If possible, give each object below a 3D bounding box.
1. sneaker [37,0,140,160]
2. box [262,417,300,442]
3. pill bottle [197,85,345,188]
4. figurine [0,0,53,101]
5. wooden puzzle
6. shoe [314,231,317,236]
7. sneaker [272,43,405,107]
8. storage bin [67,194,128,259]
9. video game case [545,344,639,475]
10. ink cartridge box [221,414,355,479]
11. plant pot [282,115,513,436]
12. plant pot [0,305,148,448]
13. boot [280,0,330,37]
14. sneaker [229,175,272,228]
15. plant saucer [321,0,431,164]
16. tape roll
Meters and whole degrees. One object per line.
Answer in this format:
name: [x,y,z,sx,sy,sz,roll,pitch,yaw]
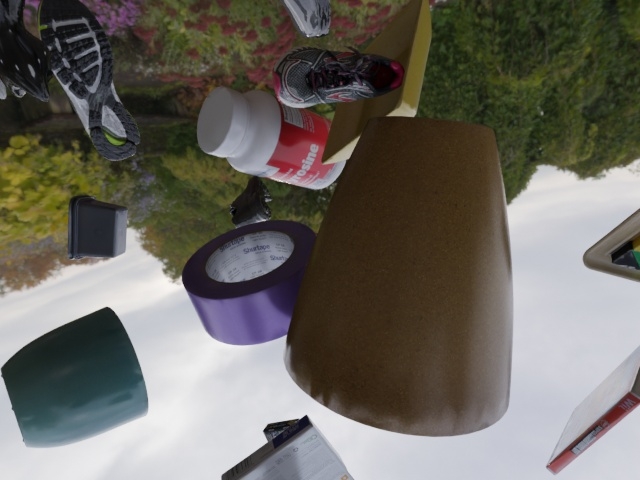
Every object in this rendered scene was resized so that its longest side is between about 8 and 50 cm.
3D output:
sneaker: [-0.451,-0.305,0.766,0.111,0.300,0.121,-30,-130,-31]
box: [-0.124,0.872,1.696,0.175,0.220,0.051,-22,-175,26]
pill bottle: [-0.131,-0.291,1.164,0.229,0.229,0.408,0,176,45]
figurine: [-0.417,-0.277,0.483,0.215,0.209,0.092,14,-144,34]
wooden puzzle: [0.598,0.009,0.644,0.221,0.238,0.044,16,-124,7]
shoe: [0.000,0.000,1.222,0.178,0.063,0.081,-5,-160,19]
sneaker: [0.040,-0.349,0.836,0.299,0.121,0.112,-18,-153,-26]
storage bin: [-0.469,-0.024,0.861,0.091,0.135,0.098,8,-170,-3]
video game case: [0.560,0.327,0.794,0.204,0.285,0.025,-26,-130,-39]
ink cartridge box: [-0.093,0.769,1.294,0.324,0.330,0.071,-33,-154,-7]
plant pot: [0.092,0.012,0.409,0.237,0.254,0.237,7,-167,-1]
plant pot: [-0.578,0.331,0.936,0.235,0.293,0.293,-18,-167,-41]
boot: [-0.123,-0.327,0.432,0.223,0.118,0.338,-19,161,10]
sneaker: [-0.237,-0.131,1.328,0.130,0.109,0.286,-28,-156,10]
plant saucer: [0.146,-0.364,0.980,0.081,0.333,0.333,23,159,-22]
tape roll: [-0.088,0.051,0.562,0.189,0.080,0.189,-9,-150,6]
